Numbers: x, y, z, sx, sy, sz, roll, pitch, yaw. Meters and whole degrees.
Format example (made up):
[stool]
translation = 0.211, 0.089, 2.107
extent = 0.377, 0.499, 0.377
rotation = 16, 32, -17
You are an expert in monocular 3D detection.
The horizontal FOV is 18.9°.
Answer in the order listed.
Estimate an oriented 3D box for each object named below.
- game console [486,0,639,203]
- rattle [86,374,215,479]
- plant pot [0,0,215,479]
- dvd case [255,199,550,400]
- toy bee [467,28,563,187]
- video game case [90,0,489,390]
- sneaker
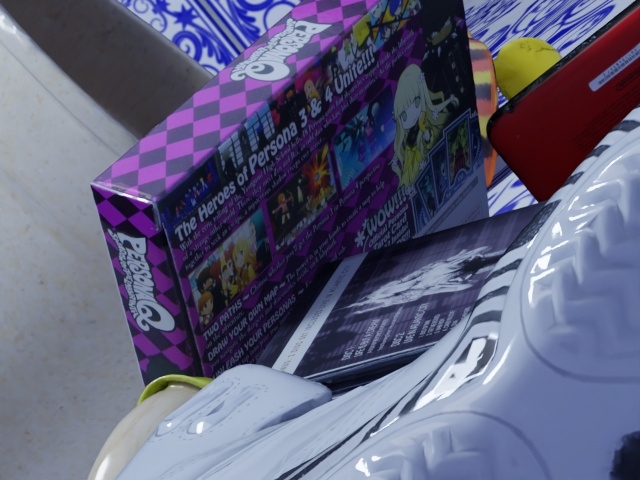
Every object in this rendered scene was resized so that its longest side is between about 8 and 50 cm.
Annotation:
[game console]
translation = 0.157, -0.077, 0.976
extent = 0.144, 0.124, 0.085
rotation = -39, 34, 7
[rattle]
translation = -0.036, 0.156, 0.720
extent = 0.130, 0.143, 0.200
rotation = 98, -166, -52
[plant pot]
translation = -0.168, 0.042, 1.097
extent = 0.305, 0.334, 0.334
rotation = -49, 6, 9
[dvd case]
translation = 0.088, 0.011, 0.740
extent = 0.221, 0.018, 0.164
rotation = -16, 13, 16
[toy bee]
translation = 0.055, -0.133, 1.361
extent = 0.195, 0.162, 0.298
rotation = -1, 11, -32
[video game case]
translation = 0.000, 0.000, 0.880
extent = 0.042, 0.210, 0.232
rotation = 16, 44, 31
[sneaker]
translation = 0.054, 0.052, 0.466
extent = 0.366, 0.137, 0.210
rotation = -43, 10, -3
